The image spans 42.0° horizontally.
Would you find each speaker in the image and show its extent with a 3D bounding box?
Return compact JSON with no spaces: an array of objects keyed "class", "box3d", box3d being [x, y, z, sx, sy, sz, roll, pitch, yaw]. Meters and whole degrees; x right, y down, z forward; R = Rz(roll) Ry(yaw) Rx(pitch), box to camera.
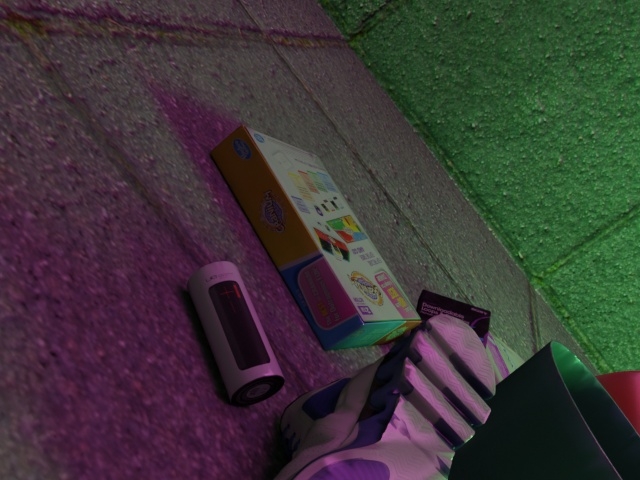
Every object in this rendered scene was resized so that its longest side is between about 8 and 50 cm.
[{"class":"speaker","box3d":[-0.084,0.088,0.807,0.055,0.055,0.136,28,31,-54]}]

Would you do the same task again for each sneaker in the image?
[{"class":"sneaker","box3d":[0.022,0.208,0.739,0.127,0.182,0.315,50,47,-4]}]

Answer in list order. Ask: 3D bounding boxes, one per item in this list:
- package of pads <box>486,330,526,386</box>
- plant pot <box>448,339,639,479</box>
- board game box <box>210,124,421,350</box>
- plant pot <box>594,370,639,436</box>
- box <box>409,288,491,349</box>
[{"class":"package of pads","box3d":[0.303,0.273,1.365,0.296,0.101,0.229,38,24,-41]},{"class":"plant pot","box3d":[0.256,0.302,0.960,0.293,0.235,0.293,46,18,-20]},{"class":"board game box","box3d":[0.000,0.000,1.172,0.317,0.064,0.242,59,18,18]},{"class":"plant pot","box3d":[0.533,0.401,1.477,0.275,0.274,0.243,37,34,-41]},{"class":"box","box3d":[0.192,0.151,1.257,0.116,0.029,0.162,18,41,3]}]
